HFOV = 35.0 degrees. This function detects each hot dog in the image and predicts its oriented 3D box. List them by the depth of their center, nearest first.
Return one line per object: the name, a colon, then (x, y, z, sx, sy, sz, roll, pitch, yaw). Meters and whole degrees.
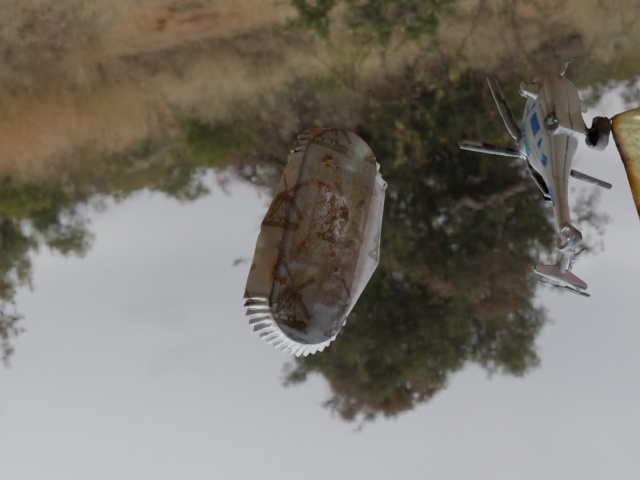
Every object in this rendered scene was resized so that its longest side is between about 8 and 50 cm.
hot dog: (0.000, 0.000, 1.157, 0.144, 0.267, 0.075, 23, 164, -21)

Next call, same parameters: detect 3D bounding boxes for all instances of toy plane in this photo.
toy plane: (0.241, -0.084, 1.075, 0.182, 0.107, 0.273, 28, -137, -2)

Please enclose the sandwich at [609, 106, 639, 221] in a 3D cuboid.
sandwich: (0.331, -0.044, 0.866, 0.193, 0.162, 0.058, -13, 177, -45)
